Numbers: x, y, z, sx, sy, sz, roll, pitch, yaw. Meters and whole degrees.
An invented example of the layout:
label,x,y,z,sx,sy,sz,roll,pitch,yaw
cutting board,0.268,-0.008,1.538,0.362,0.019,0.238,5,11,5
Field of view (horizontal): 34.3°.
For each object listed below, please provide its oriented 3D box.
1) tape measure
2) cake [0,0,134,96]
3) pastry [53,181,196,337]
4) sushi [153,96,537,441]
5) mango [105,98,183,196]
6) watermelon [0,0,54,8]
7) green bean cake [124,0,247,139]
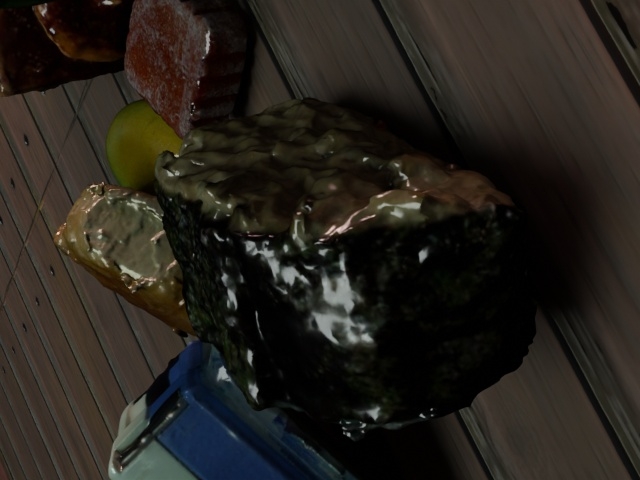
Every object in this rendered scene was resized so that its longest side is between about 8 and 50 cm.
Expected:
label,x,y,z,sx,sy,sz,roll,pitch,yaw
tape measure,-0.062,0.209,0.936,0.259,0.138,0.262,45,174,-13
cake,-0.313,-0.258,1.109,0.293,0.199,0.196,26,128,48
pastry,-0.156,0.025,1.044,0.229,0.100,0.218,15,160,48
sushi,0.000,0.000,0.747,0.350,0.211,0.170,31,141,59
mango,-0.152,-0.087,1.070,0.191,0.086,0.122,12,110,43
watermelon,-0.262,-0.355,0.824,0.363,0.363,0.363,37,138,43
green bean cake,-0.126,-0.178,0.976,0.135,0.056,0.135,49,137,32
